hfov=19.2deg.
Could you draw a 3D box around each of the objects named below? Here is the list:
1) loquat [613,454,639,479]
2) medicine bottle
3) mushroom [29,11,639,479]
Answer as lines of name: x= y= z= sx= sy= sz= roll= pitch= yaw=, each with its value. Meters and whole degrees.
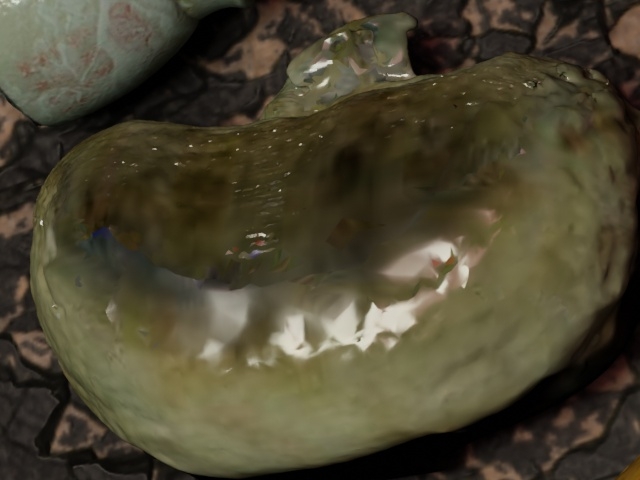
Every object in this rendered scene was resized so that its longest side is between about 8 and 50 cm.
loquat: x=0.209 y=0.189 z=0.762 sx=0.263 sy=0.263 sz=0.263 roll=-5 pitch=75 yaw=17
medicine bottle: x=-0.126 y=-0.154 z=1.019 sx=0.143 sy=0.147 sz=0.147 roll=-33 pitch=69 yaw=7
mushroom: x=-0.002 y=0.000 z=0.950 sx=0.344 sy=0.130 sz=0.248 roll=0 pitch=81 yaw=18
